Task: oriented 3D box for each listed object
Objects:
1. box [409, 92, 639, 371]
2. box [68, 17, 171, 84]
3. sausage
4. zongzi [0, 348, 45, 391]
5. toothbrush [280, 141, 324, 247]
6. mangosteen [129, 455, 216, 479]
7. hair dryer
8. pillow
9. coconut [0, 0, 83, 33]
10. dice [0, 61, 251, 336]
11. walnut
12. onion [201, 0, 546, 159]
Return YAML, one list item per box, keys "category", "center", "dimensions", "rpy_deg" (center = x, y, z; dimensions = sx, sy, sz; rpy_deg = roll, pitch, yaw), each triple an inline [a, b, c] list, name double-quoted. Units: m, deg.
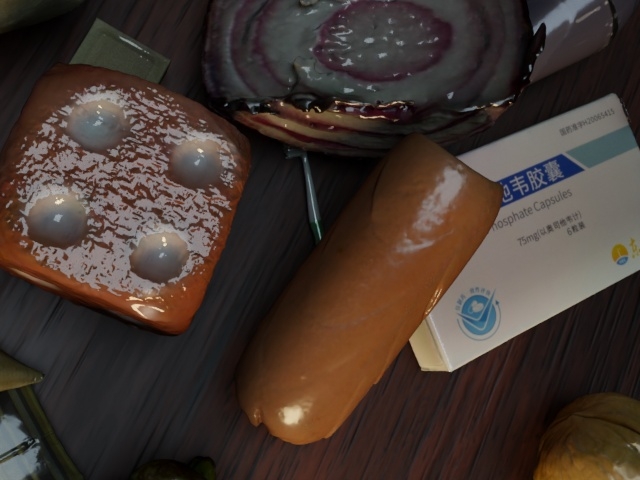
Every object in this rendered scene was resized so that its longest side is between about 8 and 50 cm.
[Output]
- category: "box"
  center: [0.224, -0.018, 0.805]
  dimensions: [0.343, 0.065, 0.200]
  rpy_deg: [-22, 89, -21]
- category: "box"
  center: [-0.194, -0.154, 0.693]
  dimensions: [0.083, 0.035, 0.079]
  rpy_deg: [30, 73, -14]
- category: "sausage"
  center: [0.037, 0.049, 0.662]
  dimensions: [0.121, 0.121, 0.304]
  rpy_deg: [35, 95, -11]
- category: "zongzi"
  center: [-0.325, 0.039, 0.597]
  dimensions: [0.178, 0.081, 0.189]
  rpy_deg: [-4, 81, -28]
- category: "toothbrush"
  center: [0.000, 0.000, 0.748]
  dimensions: [0.024, 0.018, 0.257]
  rpy_deg: [-15, 87, -18]
- category: "mangosteen"
  center: [-0.126, 0.266, 0.582]
  dimensions: [0.194, 0.194, 0.230]
  rpy_deg: [30, 47, -13]
- category: "hair dryer"
  center: [0.173, -0.331, 0.836]
  dimensions: [0.301, 0.121, 0.361]
  rpy_deg: [-37, 85, -12]
- category: "pillow"
  center: [-0.309, 0.208, 0.594]
  dimensions: [0.203, 0.038, 0.113]
  rpy_deg: [-30, 92, -22]
- category: "coconut"
  center: [-0.289, -0.273, 0.580]
  dimensions: [0.227, 0.227, 0.230]
  rpy_deg: [0, 76, -20]
- category: "dice"
  center: [-0.169, -0.027, 0.608]
  dimensions: [0.179, 0.175, 0.174]
  rpy_deg: [21, 76, -16]
- category: "walnut"
  center: [0.311, 0.258, 0.747]
  dimensions: [0.165, 0.165, 0.197]
  rpy_deg: [-31, 85, -21]
- category: "onion"
  center: [0.051, -0.204, 0.734]
  dimensions: [0.314, 0.146, 0.280]
  rpy_deg: [0, 61, 7]
